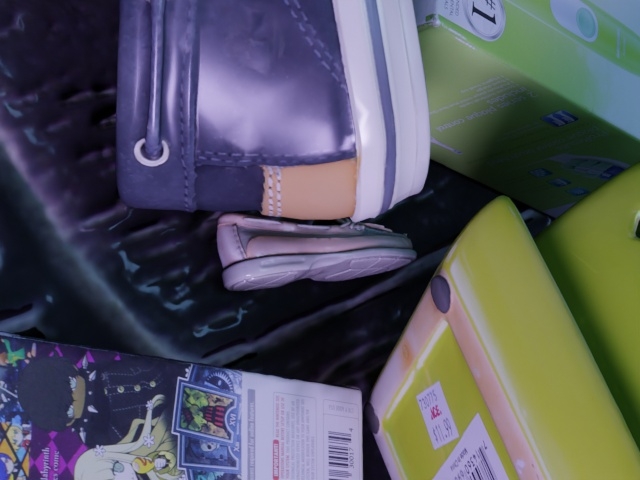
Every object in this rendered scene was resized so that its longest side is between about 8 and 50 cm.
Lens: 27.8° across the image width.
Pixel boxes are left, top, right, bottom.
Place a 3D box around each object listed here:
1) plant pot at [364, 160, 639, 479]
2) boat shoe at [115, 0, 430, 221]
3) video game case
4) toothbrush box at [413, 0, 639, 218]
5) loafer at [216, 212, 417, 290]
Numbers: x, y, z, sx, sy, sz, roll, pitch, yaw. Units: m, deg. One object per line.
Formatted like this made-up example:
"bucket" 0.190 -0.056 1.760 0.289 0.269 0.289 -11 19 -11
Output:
"plant pot" 0.156 0.095 0.625 0.207 0.228 0.227 -12 63 -20
"boat shoe" -0.070 -0.245 0.577 0.156 0.187 0.500 -11 95 -3
"video game case" -0.066 0.168 0.567 0.210 0.042 0.232 13 69 -40
"toothbrush box" 0.128 -0.149 0.789 0.283 0.122 0.206 23 63 -38
"loafer" 0.000 0.000 0.680 0.125 0.045 0.039 -5 75 -41
